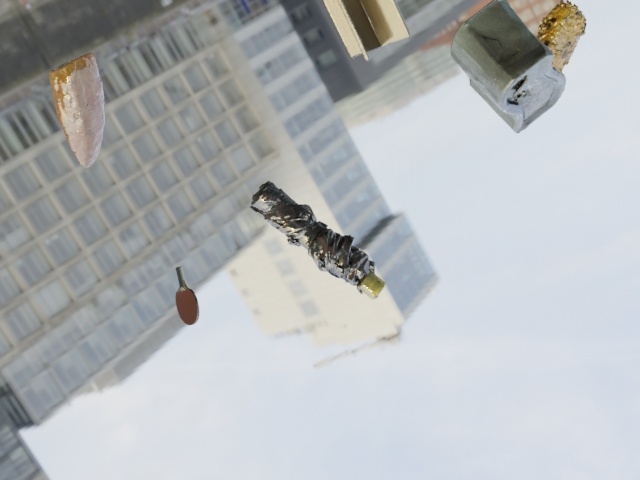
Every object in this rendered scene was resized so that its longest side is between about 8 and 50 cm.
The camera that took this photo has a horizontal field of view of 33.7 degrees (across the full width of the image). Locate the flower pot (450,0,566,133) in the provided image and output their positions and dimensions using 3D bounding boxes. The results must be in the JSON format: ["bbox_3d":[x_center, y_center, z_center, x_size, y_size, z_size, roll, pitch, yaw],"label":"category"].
[{"bbox_3d":[0.259,-0.235,1.437,0.103,0.108,0.229,-41,163,9],"label":"flower pot"}]

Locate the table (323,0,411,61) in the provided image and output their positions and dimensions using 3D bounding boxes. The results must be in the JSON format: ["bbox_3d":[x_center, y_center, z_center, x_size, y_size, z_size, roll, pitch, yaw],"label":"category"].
[{"bbox_3d":[0.065,-0.452,1.931,0.167,0.226,0.167,-24,-160,9],"label":"table"}]

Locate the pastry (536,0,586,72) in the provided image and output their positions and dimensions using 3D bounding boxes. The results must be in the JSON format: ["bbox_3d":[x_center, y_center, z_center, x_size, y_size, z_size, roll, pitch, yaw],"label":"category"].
[{"bbox_3d":[0.394,-0.329,1.774,0.140,0.080,0.056,-55,-144,12],"label":"pastry"}]

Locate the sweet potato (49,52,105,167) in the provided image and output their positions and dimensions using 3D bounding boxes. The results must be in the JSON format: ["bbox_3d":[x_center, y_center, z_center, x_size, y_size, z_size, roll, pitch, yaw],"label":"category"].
[{"bbox_3d":[-0.447,-0.245,1.968,0.097,0.251,0.097,2,-137,-2],"label":"sweet potato"}]

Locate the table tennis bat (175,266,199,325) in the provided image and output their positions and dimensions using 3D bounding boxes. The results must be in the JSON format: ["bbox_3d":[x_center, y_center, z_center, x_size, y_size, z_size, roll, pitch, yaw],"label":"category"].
[{"bbox_3d":[-0.187,0.077,1.463,0.007,0.083,0.050,-12,179,-42],"label":"table tennis bat"}]

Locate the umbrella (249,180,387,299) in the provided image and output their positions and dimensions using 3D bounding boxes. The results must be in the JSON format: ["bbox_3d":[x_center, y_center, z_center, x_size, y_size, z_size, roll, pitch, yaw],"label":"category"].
[{"bbox_3d":[0.000,0.000,0.948,0.040,0.144,0.037,-55,173,35],"label":"umbrella"}]
